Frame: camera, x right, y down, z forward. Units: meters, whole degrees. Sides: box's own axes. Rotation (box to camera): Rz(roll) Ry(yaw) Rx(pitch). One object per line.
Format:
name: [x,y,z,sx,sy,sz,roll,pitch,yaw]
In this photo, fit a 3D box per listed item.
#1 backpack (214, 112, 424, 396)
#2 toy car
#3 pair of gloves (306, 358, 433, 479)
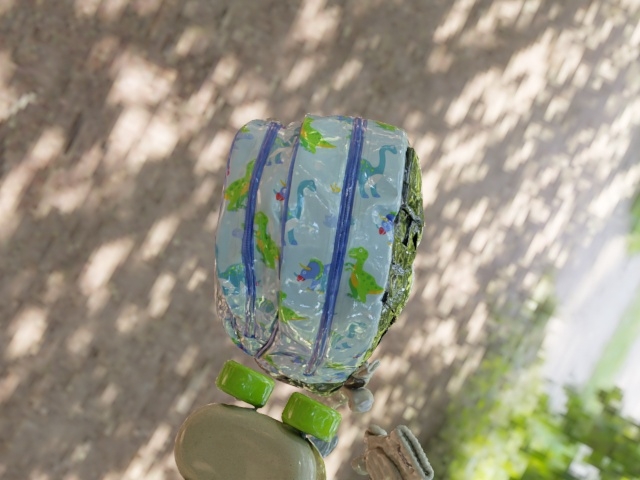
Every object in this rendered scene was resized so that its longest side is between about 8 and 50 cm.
backpack: [0.000,0.000,1.674,0.355,0.273,0.290,163,-57,-73]
toy car: [-0.037,0.219,1.492,0.155,0.149,0.188,-64,150,-5]
pair of gloves: [0.058,0.213,1.952,0.042,0.240,0.204,-25,161,-22]
